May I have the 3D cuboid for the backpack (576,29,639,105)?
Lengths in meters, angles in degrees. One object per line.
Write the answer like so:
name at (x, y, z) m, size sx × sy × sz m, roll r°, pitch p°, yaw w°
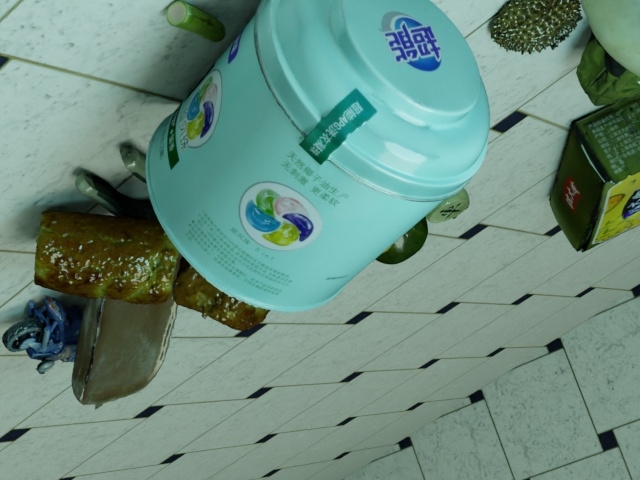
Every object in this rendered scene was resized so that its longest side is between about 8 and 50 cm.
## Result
backpack at (0.465, -0.285, 1.752) m, size 0.207 × 0.140 × 0.253 m, roll -18°, pitch 167°, yaw -22°

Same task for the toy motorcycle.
toy motorcycle at (-0.378, 0.134, 1.835) m, size 0.114 × 0.076 × 0.205 m, roll -39°, pitch 157°, yaw 8°

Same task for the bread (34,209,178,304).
bread at (-0.265, 0.021, 1.552) m, size 0.172 × 0.103 × 0.132 m, roll 8°, pitch 156°, yaw -10°

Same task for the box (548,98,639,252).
box at (0.640, -0.168, 2.269) m, size 0.420 × 0.138 × 0.373 m, roll -24°, pitch 162°, yaw -5°

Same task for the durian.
durian at (0.294, -0.284, 1.626) m, size 0.140 × 0.071 × 0.110 m, roll -33°, pitch 161°, yaw 4°

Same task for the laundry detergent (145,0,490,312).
laundry detergent at (0.008, -0.118, 1.345) m, size 0.287 × 0.287 × 0.305 m, roll -7°, pitch 153°, yaw -44°

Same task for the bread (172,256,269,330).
bread at (-0.104, 0.014, 1.682) m, size 0.232 × 0.135 × 0.247 m, roll -49°, pitch 167°, yaw -23°

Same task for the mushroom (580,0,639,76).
mushroom at (0.432, -0.297, 1.415) m, size 0.315 × 0.315 × 0.356 m, roll -20°, pitch 148°, yaw -18°

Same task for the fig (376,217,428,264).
fig at (0.111, -0.033, 2.000) m, size 0.117 × 0.117 × 0.177 m, roll -26°, pitch 151°, yaw -1°

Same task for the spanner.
spanner at (-0.210, -0.048, 1.621) m, size 0.095 × 0.040 × 0.325 m, roll -28°, pitch 160°, yaw 7°

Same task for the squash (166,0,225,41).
squash at (-0.125, -0.224, 1.292) m, size 0.027 × 0.027 × 0.083 m, roll -34°, pitch 161°, yaw 20°

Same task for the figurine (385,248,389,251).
figurine at (0.000, 0.000, 1.901) m, size 0.246 × 0.131 × 0.156 m, roll -28°, pitch -165°, yaw 1°

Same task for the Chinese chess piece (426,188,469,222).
Chinese chess piece at (0.215, -0.062, 2.149) m, size 0.084 × 0.034 × 0.084 m, roll -23°, pitch 160°, yaw -9°

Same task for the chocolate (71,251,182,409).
chocolate at (-0.284, 0.106, 1.785) m, size 0.161 × 0.083 × 0.261 m, roll -7°, pitch 124°, yaw -50°
